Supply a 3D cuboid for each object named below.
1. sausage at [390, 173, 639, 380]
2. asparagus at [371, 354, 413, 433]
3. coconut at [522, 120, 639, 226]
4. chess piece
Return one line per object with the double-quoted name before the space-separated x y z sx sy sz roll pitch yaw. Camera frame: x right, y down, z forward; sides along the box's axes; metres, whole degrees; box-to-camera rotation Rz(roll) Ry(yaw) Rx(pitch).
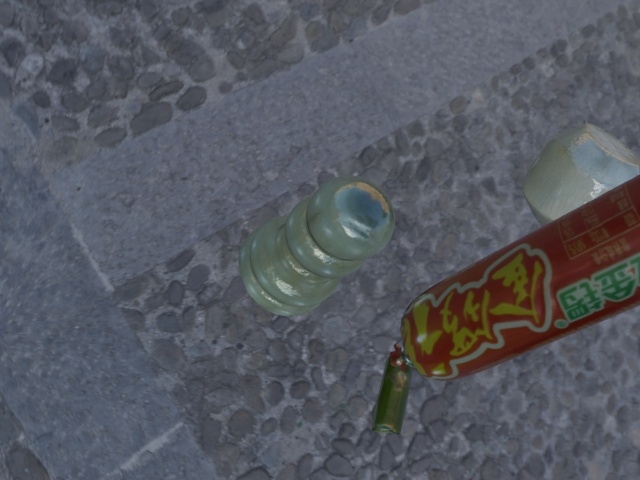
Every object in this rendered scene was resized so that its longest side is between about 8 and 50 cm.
"sausage" 0.149 0.031 0.413 0.083 0.264 0.083 34 38 -32
"asparagus" 0.093 0.201 0.810 0.041 0.045 0.178 49 23 -6
"coconut" 0.592 -0.125 1.454 0.244 0.247 0.245 20 35 -15
"chess piece" 0.000 0.000 1.039 0.182 0.330 0.183 11 65 -24
